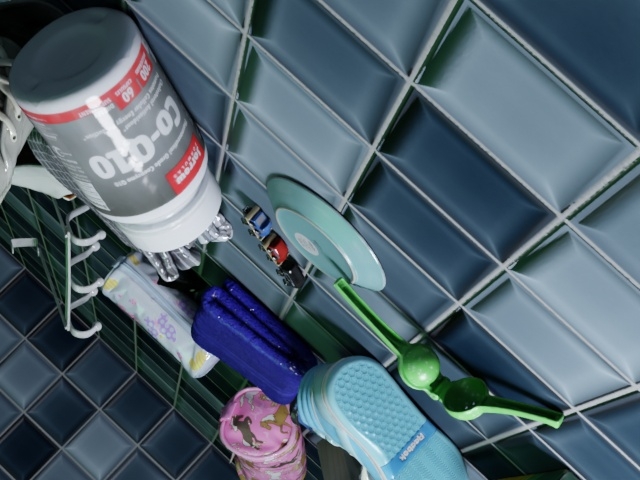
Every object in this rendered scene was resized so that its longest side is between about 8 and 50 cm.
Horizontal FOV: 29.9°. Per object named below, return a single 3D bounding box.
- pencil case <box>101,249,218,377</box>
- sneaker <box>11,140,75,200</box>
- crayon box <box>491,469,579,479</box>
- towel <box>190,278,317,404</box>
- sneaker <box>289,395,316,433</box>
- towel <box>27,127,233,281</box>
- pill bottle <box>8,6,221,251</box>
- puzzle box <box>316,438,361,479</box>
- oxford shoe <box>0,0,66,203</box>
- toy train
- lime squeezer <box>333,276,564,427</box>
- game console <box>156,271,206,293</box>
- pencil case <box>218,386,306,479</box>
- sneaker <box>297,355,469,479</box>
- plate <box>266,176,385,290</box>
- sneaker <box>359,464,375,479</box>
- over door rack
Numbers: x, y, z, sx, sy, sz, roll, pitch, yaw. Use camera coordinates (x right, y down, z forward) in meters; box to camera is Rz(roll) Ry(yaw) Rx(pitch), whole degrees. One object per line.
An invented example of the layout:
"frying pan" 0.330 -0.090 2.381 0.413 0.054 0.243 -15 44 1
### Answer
"pencil case" -0.289 0.139 2.278 0.273 0.113 0.124 41 177 12
"sneaker" -0.488 -0.116 2.085 0.290 0.106 0.123 10 149 41
"crayon box" 0.316 0.407 1.580 0.203 0.083 0.323 43 164 2
"towel" -0.112 0.174 2.045 0.228 0.076 0.308 36 163 2
"sneaker" -0.023 0.306 2.162 0.084 0.058 0.152 29 166 18
"towel" -0.288 -0.080 1.737 0.283 0.121 0.235 52 162 -27
"pill bottle" -0.232 -0.123 1.432 0.161 0.161 0.283 29 159 40
"puzzle box" 0.127 0.563 2.173 0.409 0.052 0.272 58 -178 -12
"oxford shoe" -0.402 -0.157 1.402 0.169 0.449 0.130 33 126 -12
"toy train" -0.061 0.011 1.591 0.036 0.027 0.158 22 153 44
"lime squeezer" 0.138 0.155 1.408 0.310 0.059 0.110 32 168 22
"game console" -0.260 0.046 2.166 0.107 0.071 0.122 16 169 -13
"pencil case" -0.118 0.427 2.513 0.386 0.167 0.160 88 166 -67
"sneaker" 0.088 0.300 1.788 0.319 0.127 0.208 57 159 -10
"plate" 0.000 0.000 1.431 0.188 0.024 0.188 38 163 14
"sneaker" 0.174 0.425 1.969 0.122 0.110 0.283 -4 135 45
"over door rack" -0.487 -0.005 2.277 0.324 0.108 0.239 45 138 40
